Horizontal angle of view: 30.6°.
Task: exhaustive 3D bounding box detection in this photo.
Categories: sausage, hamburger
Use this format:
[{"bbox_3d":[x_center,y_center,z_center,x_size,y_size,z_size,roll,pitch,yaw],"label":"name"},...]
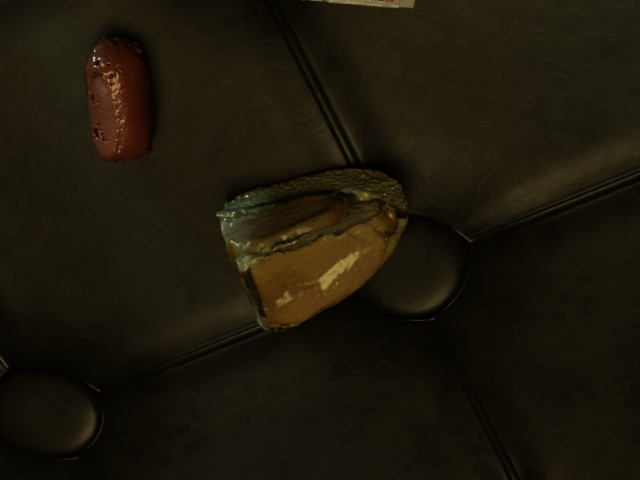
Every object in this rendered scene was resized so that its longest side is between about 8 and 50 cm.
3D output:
[{"bbox_3d":[-0.210,-0.146,1.228,0.076,0.076,0.141,-2,117,0],"label":"sausage"},{"bbox_3d":[0.000,0.000,1.306,0.207,0.135,0.155,-27,135,-2],"label":"hamburger"}]

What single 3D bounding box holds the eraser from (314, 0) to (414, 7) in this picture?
[{"bbox_3d":[0.037,-0.268,1.187,0.122,0.029,0.052,5,121,-3],"label":"eraser"}]
